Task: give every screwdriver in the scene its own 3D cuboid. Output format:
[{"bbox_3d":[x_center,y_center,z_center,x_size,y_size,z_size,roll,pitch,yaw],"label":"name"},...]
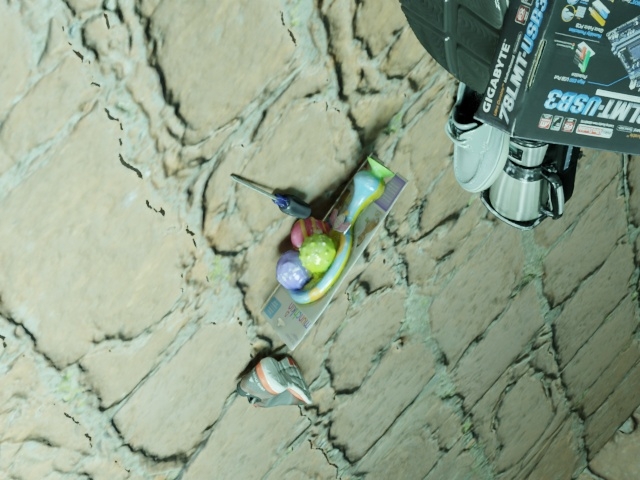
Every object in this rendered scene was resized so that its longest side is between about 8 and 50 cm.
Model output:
[{"bbox_3d":[-0.060,-0.053,1.902,0.024,0.025,0.170,-55,145,6],"label":"screwdriver"}]

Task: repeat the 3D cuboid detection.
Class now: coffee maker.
[{"bbox_3d":[0.296,-0.132,2.286,0.178,0.120,0.171,93,19,-51],"label":"coffee maker"}]

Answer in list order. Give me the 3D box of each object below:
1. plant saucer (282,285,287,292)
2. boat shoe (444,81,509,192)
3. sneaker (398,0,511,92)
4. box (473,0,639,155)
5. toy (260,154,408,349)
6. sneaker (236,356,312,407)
[{"bbox_3d":[-0.024,0.055,2.085,0.083,0.015,0.083,-38,151,-26],"label":"plant saucer"},{"bbox_3d":[0.194,-0.157,2.119,0.081,0.079,0.227,-17,133,-36],"label":"boat shoe"},{"bbox_3d":[0.217,-0.365,1.776,0.257,0.169,0.447,-38,148,-21],"label":"sneaker"},{"bbox_3d":[0.327,-0.239,1.777,0.295,0.073,0.293,4,111,-38],"label":"box"},{"bbox_3d":[0.000,0.000,1.979,0.056,0.137,0.237,36,93,-23],"label":"toy"},{"bbox_3d":[-0.063,0.187,2.162,0.065,0.061,0.158,-29,156,13],"label":"sneaker"}]
